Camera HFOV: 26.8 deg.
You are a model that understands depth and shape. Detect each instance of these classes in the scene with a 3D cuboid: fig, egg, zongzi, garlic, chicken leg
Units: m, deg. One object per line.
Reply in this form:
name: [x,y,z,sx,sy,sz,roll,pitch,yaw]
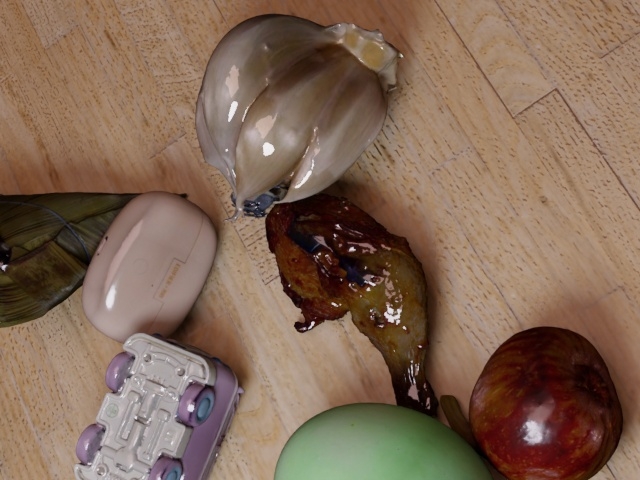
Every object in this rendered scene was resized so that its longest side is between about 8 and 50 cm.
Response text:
fig: [0.225,0.202,1.476,0.207,0.175,0.175,-37,64,31]
egg: [0.072,0.290,1.468,0.270,0.220,0.220,33,90,33]
zongzi: [-0.360,-0.023,1.805,0.300,0.138,0.286,-32,33,-25]
garlic: [-0.045,-0.162,1.661,0.292,0.210,0.237,-38,80,-9]
chicken leg: [0.043,0.068,1.604,0.322,0.083,0.177,37,117,26]

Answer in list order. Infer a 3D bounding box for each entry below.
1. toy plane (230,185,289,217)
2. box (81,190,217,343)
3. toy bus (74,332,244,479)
toy plane: [-0.072,-0.056,1.725,0.121,0.031,0.049,8,71,27]
box: [-0.216,0.036,1.698,0.088,0.146,0.200,26,88,58]
toy bus: [-0.193,0.223,1.638,0.142,0.142,0.202,20,85,25]
